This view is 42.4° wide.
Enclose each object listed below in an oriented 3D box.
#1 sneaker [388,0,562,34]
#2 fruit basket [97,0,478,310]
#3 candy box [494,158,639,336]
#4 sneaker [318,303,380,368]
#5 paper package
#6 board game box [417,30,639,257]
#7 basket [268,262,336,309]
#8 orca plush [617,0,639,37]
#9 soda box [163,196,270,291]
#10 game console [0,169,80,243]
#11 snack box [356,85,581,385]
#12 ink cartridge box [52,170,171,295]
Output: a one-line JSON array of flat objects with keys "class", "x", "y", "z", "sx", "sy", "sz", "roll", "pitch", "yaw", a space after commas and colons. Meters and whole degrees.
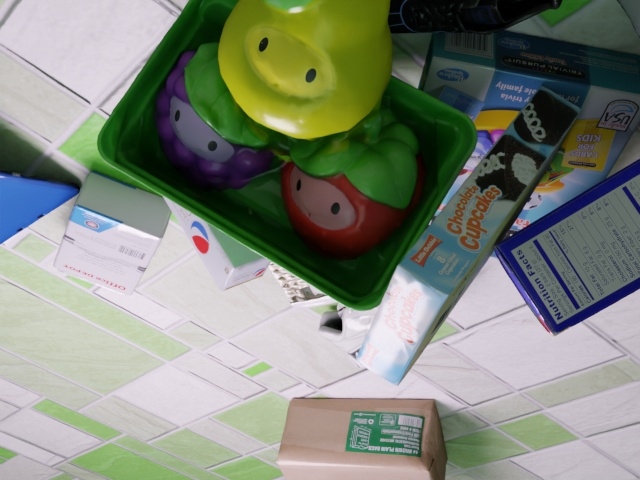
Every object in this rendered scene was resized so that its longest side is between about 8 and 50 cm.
[{"class": "sneaker", "x": 0.147, "y": -0.260, "z": 0.886, "sx": 0.232, "sy": 0.090, "sz": 0.081, "roll": -12, "pitch": 137, "yaw": 25}, {"class": "fruit basket", "x": -0.030, "y": -0.129, "z": 0.873, "sx": 0.392, "sy": 0.282, "sz": 0.392, "roll": 31, "pitch": 172, "yaw": 5}, {"class": "candy box", "x": 0.363, "y": -0.019, "z": 0.931, "sx": 0.317, "sy": 0.122, "sz": 0.268, "roll": -32, "pitch": 169, "yaw": 10}, {"class": "sneaker", "x": 0.102, "y": 0.120, "z": 1.381, "sx": 0.118, "sy": 0.110, "sz": 0.292, "roll": 34, "pitch": 137, "yaw": -15}, {"class": "paper package", "x": 0.099, "y": 0.479, "z": 1.781, "sx": 0.325, "sy": 0.168, "sz": 0.309, "roll": -1, "pitch": 141, "yaw": 15}, {"class": "board game box", "x": 0.234, "y": -0.109, "z": 1.071, "sx": 0.254, "sy": 0.079, "sz": 0.336, "roll": 10, "pitch": 142, "yaw": 0}, {"class": "basket", "x": 0.000, "y": 0.000, "z": 1.197, "sx": 0.113, "sy": 0.167, "sz": 0.103, "roll": -16, "pitch": 129, "yaw": 29}, {"class": "orca plush", "x": 0.351, "y": -0.276, "z": 0.817, "sx": 0.102, "sy": 0.151, "sz": 0.287, "roll": -42, "pitch": 122, "yaw": 9}, {"class": "soda box", "x": -0.152, "y": -0.040, "z": 1.143, "sx": 0.074, "sy": 0.216, "sz": 0.069, "roll": -21, "pitch": 157, "yaw": -34}, {"class": "game console", "x": -0.573, "y": -0.107, "z": 1.297, "sx": 0.293, "sy": 0.173, "sz": 0.250, "roll": -24, "pitch": 100, "yaw": 36}, {"class": "snack box", "x": 0.162, "y": -0.008, "z": 0.895, "sx": 0.060, "sy": 0.322, "sz": 0.187, "roll": 33, "pitch": 144, "yaw": 13}, {"class": "ink cartridge box", "x": -0.335, "y": -0.007, "z": 1.325, "sx": 0.140, "sy": 0.082, "sz": 0.190, "roll": 22, "pitch": 142, "yaw": -15}]
